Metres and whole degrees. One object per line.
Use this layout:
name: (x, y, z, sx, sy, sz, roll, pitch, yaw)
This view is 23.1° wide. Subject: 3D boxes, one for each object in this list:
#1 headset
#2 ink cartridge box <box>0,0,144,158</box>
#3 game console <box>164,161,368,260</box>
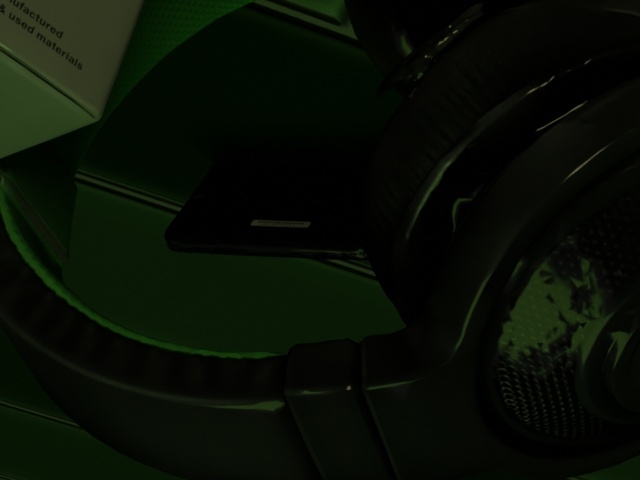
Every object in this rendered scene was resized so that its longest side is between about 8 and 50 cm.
headset: (0.073, -0.068, 0.460, 0.394, 0.243, 0.185, -10, 137, 9)
ink cartridge box: (-0.105, -0.112, 0.492, 0.127, 0.175, 0.072, -15, 140, 44)
game console: (0.000, 0.000, 0.793, 0.122, 0.107, 0.071, 2, 124, 22)
